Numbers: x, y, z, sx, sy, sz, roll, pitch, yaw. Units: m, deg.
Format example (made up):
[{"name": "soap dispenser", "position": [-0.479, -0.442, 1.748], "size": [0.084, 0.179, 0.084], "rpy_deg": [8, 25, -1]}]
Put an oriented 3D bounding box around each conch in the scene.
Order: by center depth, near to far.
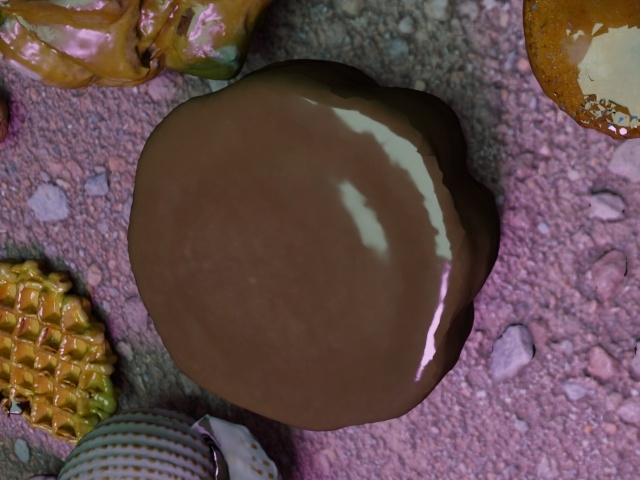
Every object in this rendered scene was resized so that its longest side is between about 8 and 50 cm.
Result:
[{"name": "conch", "position": [-0.173, 0.363, 0.993], "size": [0.303, 0.215, 0.319], "rpy_deg": [1, 72, 11]}]

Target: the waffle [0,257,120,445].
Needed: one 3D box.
[{"name": "waffle", "position": [-0.404, 0.162, 1.148], "size": [0.283, 0.065, 0.309], "rpy_deg": [-33, 83, 25]}]

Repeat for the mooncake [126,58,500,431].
[{"name": "mooncake", "position": [0.000, 0.000, 0.853], "size": [0.379, 0.201, 0.378], "rpy_deg": [8, 110, 24]}]

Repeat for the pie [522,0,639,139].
[{"name": "pie", "position": [0.304, -0.219, 0.722], "size": [0.274, 0.069, 0.273], "rpy_deg": [7, 106, 24]}]

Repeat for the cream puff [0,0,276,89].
[{"name": "cream puff", "position": [-0.208, -0.309, 0.829], "size": [0.379, 0.275, 0.378], "rpy_deg": [5, 101, 24]}]

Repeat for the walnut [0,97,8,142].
[{"name": "walnut", "position": [-0.467, -0.159, 1.081], "size": [0.125, 0.105, 0.105], "rpy_deg": [-1, 102, 25]}]

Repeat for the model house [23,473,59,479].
[{"name": "model house", "position": [-0.406, 0.523, 1.193], "size": [0.271, 0.190, 0.300], "rpy_deg": [40, 131, 7]}]
